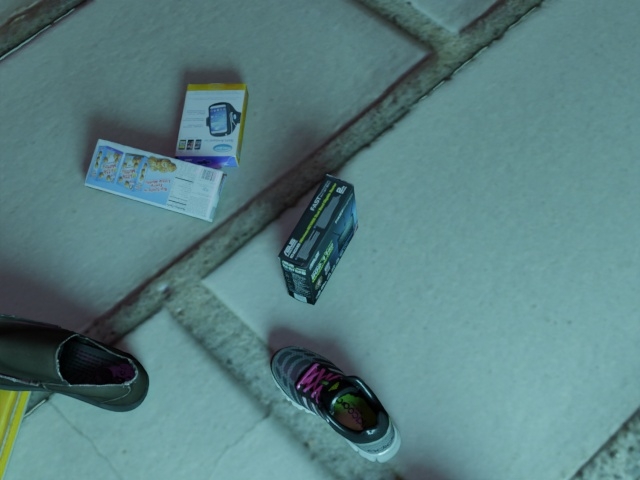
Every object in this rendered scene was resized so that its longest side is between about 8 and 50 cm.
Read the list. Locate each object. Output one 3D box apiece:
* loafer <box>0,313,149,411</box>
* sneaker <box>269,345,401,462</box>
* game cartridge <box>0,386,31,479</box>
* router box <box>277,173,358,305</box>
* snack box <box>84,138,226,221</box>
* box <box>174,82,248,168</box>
[{"bbox_3d":[-0.287,0.120,0.946,0.219,0.078,0.080,14,59,-11],"label":"loafer"},{"bbox_3d":[0.013,0.160,0.928,0.170,0.075,0.063,37,70,25],"label":"sneaker"},{"bbox_3d":[-0.496,0.224,0.964,0.323,0.053,0.285,4,60,8],"label":"game cartridge"},{"bbox_3d":[0.000,0.000,1.016,0.038,0.092,0.122,21,64,18],"label":"router box"},{"bbox_3d":[-0.209,-0.077,1.115,0.178,0.022,0.064,16,86,16],"label":"snack box"},{"bbox_3d":[-0.142,-0.145,1.158,0.081,0.028,0.136,1,62,7],"label":"box"}]
